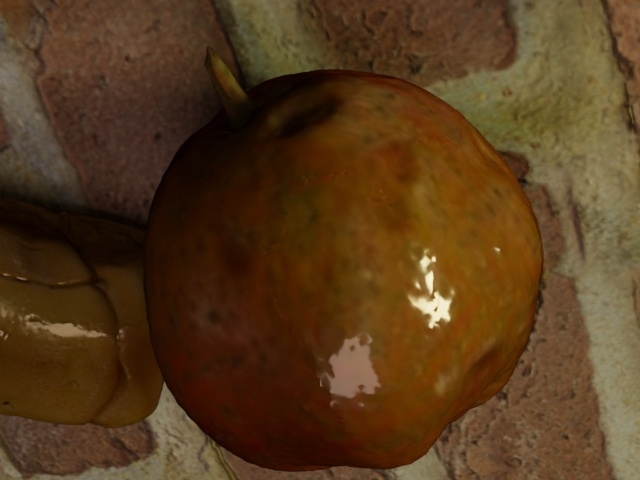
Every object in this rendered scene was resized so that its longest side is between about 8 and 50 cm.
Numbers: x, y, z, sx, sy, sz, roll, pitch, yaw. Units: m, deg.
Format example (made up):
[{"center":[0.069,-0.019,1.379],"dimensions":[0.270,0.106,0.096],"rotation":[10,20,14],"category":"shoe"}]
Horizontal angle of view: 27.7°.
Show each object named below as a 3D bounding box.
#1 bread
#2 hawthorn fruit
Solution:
[{"center":[-0.260,0.046,1.018],"dimensions":[0.294,0.132,0.167],"rotation":[12,137,-6],"category":"bread"},{"center":[0.000,0.000,0.874],"dimensions":[0.277,0.277,0.298],"rotation":[-22,105,22],"category":"hawthorn fruit"}]
